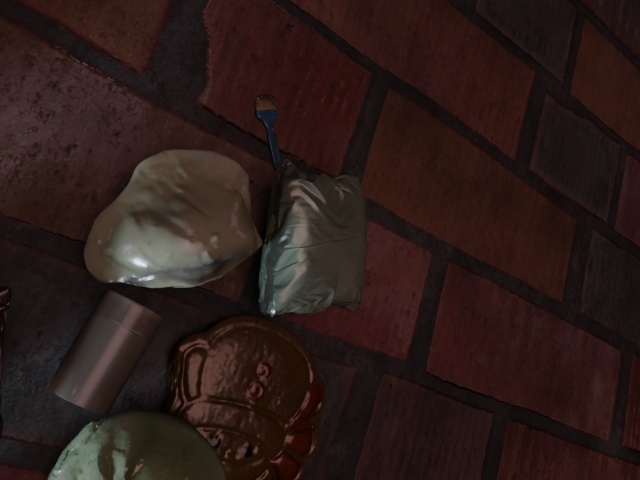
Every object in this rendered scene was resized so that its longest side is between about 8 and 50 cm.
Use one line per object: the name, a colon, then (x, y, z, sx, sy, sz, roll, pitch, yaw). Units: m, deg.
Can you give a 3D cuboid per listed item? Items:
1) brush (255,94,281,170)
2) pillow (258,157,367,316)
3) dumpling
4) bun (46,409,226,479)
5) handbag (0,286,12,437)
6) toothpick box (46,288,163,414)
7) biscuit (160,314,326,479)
brush: (-0.105, -0.229, 1.131, 0.051, 0.014, 0.164, -13, 93, -30)
pillow: (0.000, 0.000, 1.096, 0.283, 0.138, 0.310, 8, 84, -47)
dumpling: (-0.243, -0.041, 0.926, 0.318, 0.187, 0.243, -9, 96, -31)
bun: (-0.289, 0.424, 0.824, 0.293, 0.187, 0.293, -1, 94, -12)
handbag: (-0.553, 0.174, 0.753, 0.213, 0.127, 0.235, 2, 84, -4)
toothpick box: (-0.354, 0.182, 0.885, 0.111, 0.111, 0.181, 35, 70, -24)
biscuit: (-0.153, 0.342, 1.023, 0.359, 0.074, 0.381, 29, 68, -23)
